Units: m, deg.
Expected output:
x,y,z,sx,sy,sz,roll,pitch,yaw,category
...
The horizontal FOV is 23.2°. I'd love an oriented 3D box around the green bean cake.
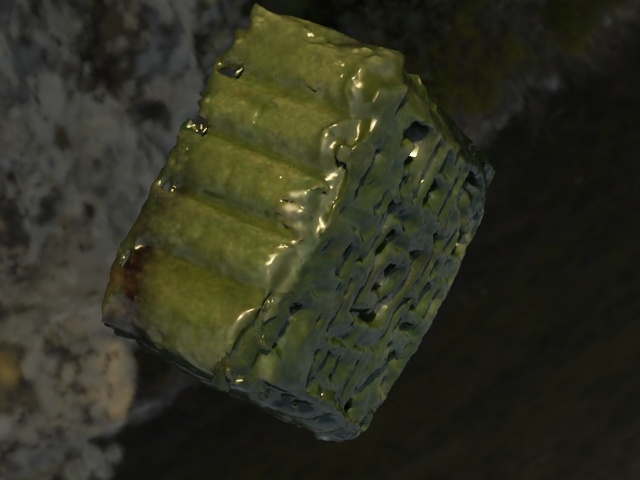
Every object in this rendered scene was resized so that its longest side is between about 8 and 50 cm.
x,y,z,sx,sy,sz,roll,pitch,yaw,category
0.000,0.000,0.747,0.173,0.094,0.181,-62,152,-7,green bean cake
